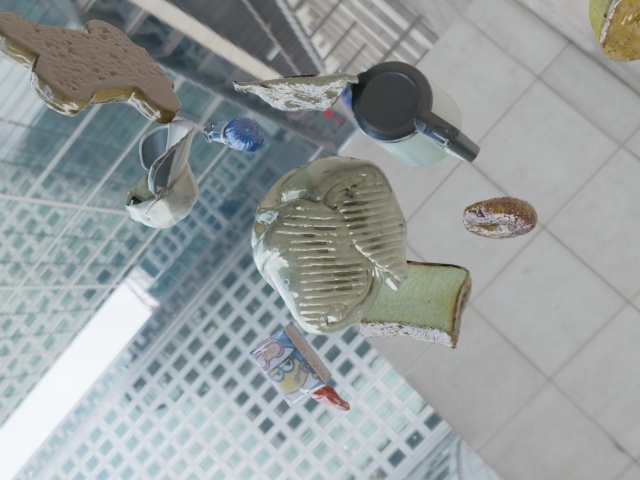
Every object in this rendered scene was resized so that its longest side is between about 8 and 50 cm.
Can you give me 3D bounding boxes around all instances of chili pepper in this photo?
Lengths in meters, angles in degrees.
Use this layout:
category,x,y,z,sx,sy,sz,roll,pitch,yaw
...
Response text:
category,x,y,z,sx,sy,sz,roll,pitch,yaw
chili pepper,0.019,0.424,2.094,0.191,0.050,0.059,35,149,-31

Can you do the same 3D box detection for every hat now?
category,x,y,z,sx,sy,sz,roll,pitch,yaw
hat,-0.362,-0.159,1.840,0.161,0.275,0.232,15,-162,-29

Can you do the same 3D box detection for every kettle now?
category,x,y,z,sx,sy,sz,roll,pitch,yaw
kettle,0.285,-0.326,2.156,0.361,0.250,0.377,38,-170,18

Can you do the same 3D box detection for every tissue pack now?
category,x,y,z,sx,sy,sz,roll,pitch,yaw
tissue pack,-0.066,0.274,1.683,0.155,0.116,0.065,52,-154,-3

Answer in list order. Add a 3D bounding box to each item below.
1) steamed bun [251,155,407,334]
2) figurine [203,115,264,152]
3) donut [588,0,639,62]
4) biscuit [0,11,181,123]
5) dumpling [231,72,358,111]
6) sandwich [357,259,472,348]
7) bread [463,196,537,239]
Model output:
category,x,y,z,sx,sy,sz,roll,pitch,yaw
steamed bun,0.008,-0.006,1.554,0.219,0.310,0.324,27,150,60
figurine,-0.192,-0.238,1.690,0.149,0.086,0.087,17,133,42
donut,0.638,-0.473,1.457,0.278,0.278,0.108,24,-142,-56
biscuit,-0.537,-0.393,1.803,0.368,0.076,0.394,47,-149,18
dumpling,-0.062,-0.388,2.054,0.333,0.085,0.166,-1,173,4
sandwich,0.284,0.179,2.266,0.301,0.271,0.099,4,135,27
bread,0.435,-0.049,1.857,0.193,0.193,0.063,27,-122,-51
